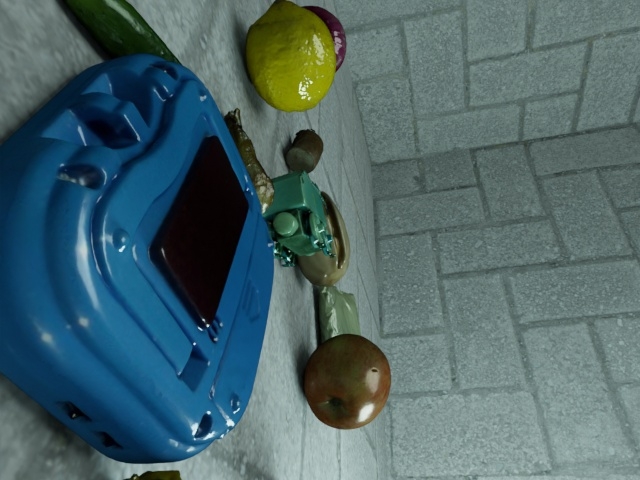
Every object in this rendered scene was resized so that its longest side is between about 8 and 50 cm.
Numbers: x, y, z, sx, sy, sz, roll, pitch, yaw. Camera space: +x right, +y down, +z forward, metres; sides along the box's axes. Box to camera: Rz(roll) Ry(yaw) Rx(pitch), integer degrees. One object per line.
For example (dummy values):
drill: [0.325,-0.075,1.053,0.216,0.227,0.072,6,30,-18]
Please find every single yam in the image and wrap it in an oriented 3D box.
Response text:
yam: [-0.038,-0.212,1.162,0.127,0.084,0.084,-72,152,-55]

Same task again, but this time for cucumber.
cucumber: [-0.183,-0.191,0.528,0.250,0.056,0.055,50,34,-67]

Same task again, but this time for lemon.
lemon: [-0.059,-0.347,0.927,0.193,0.181,0.180,113,-15,-48]

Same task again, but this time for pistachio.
pistachio: [0.000,0.000,1.103,0.152,0.127,0.222,7,-72,58]

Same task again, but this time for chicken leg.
chicken leg: [-0.120,-0.123,0.775,0.093,0.070,0.177,-7,79,-84]

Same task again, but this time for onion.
onion: [-0.027,-0.449,1.111,0.153,0.178,0.177,180,-98,-75]

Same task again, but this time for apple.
apple: [0.055,0.299,1.021,0.174,0.189,0.188,-44,126,-63]

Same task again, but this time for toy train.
toy train: [-0.047,-0.042,0.947,0.203,0.112,0.162,48,29,-73]

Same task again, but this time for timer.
timer: [-0.143,0.008,0.454,0.339,0.115,0.308,-84,159,-48]

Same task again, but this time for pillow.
pillow: [0.054,0.261,1.306,0.281,0.076,0.274,36,45,-66]

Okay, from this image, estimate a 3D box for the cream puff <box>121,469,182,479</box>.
cream puff: [-0.118,0.247,0.367,0.156,0.121,0.156,26,36,-21]
